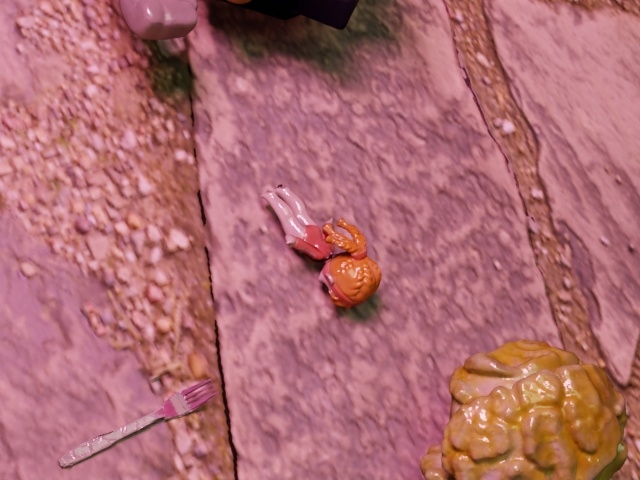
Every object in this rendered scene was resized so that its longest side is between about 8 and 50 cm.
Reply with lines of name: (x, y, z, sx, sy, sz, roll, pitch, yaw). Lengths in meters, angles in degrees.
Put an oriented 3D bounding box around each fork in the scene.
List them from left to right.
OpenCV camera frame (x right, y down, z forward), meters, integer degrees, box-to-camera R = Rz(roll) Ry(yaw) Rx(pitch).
fork: (-0.120, 0.121, 0.813, 0.115, 0.012, 0.016, -26, 74, -24)

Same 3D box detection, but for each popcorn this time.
popcorn: (0.142, 0.136, 0.837, 0.141, 0.135, 0.162, 11, 48, -41)

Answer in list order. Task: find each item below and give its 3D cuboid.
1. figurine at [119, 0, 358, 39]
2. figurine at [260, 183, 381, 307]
figurine: (-0.077, -0.269, 0.934, 0.309, 0.143, 0.308, 2, 81, -10)
figurine: (0.000, 0.000, 0.898, 0.109, 0.047, 0.064, 49, 35, 12)
